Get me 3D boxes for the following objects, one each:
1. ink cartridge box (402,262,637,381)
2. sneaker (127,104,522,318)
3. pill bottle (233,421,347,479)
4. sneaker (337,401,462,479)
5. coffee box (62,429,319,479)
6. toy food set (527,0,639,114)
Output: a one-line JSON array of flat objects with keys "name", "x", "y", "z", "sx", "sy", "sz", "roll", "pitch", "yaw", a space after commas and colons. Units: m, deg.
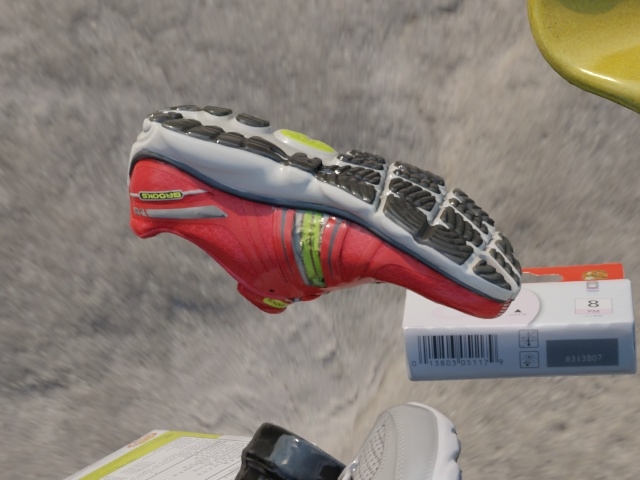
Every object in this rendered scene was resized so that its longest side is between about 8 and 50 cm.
[{"name": "ink cartridge box", "x": 0.170, "y": 0.047, "z": 1.693, "sx": 0.189, "sy": 0.232, "sz": 0.066, "roll": -3, "pitch": 116, "yaw": 7}, {"name": "sneaker", "x": 0.000, "y": 0.000, "z": 1.320, "sx": 0.279, "sy": 0.107, "sz": 0.118, "roll": 22, "pitch": 113, "yaw": 14}, {"name": "pill bottle", "x": -0.055, "y": 0.220, "z": 1.141, "sx": 0.123, "sy": 0.123, "sz": 0.219, "roll": 34, "pitch": 77, "yaw": 5}, {"name": "sneaker", "x": -0.021, "y": 0.178, "z": 0.956, "sx": 0.115, "sy": 0.105, "sz": 0.281, "roll": 29, "pitch": 55, "yaw": 5}, {"name": "coffee box", "x": -0.145, "y": 0.383, "z": 1.640, "sx": 0.338, "sy": 0.334, "sz": 0.338, "roll": -27, "pitch": 100, "yaw": -28}, {"name": "toy food set", "x": 0.138, "y": -0.038, "z": 0.539, "sx": 0.218, "sy": 0.071, "sz": 0.128, "roll": 28, "pitch": 56, "yaw": -16}]
